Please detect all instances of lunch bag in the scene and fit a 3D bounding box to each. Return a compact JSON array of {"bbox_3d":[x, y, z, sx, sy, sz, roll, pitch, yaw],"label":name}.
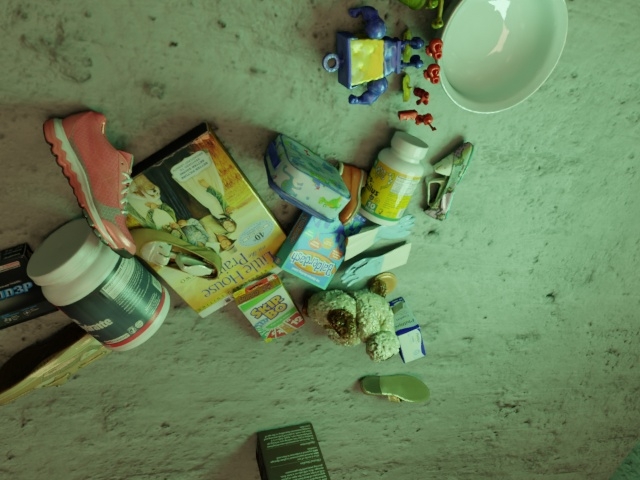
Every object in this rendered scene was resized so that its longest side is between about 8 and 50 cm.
[{"bbox_3d":[-0.037,-0.139,1.261,0.176,0.219,0.090,30,109,-25],"label":"lunch bag"}]

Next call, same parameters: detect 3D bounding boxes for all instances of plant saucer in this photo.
[{"bbox_3d":[0.180,0.126,1.648,0.084,0.013,0.083,-9,126,-12],"label":"plant saucer"}]

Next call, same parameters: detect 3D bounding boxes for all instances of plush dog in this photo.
[{"bbox_3d":[0.073,0.194,1.548,0.226,0.263,0.210,13,89,-34],"label":"plush dog"}]

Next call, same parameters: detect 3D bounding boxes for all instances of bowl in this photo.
[{"bbox_3d":[0.361,-0.437,1.246,0.298,0.134,0.297,-9,126,-13],"label":"bowl"}]

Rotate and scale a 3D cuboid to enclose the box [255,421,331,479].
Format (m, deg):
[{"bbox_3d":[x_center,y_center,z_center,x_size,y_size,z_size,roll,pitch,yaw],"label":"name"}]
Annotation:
[{"bbox_3d":[-0.068,0.762,1.769,0.191,0.381,0.143,-5,125,-16],"label":"box"}]

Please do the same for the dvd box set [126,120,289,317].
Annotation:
[{"bbox_3d":[-0.274,-0.029,1.356,0.308,0.062,0.420,-30,127,4],"label":"dvd box set"}]

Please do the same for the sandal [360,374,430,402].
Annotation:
[{"bbox_3d":[0.232,0.487,1.892,0.240,0.088,0.079,11,151,-17],"label":"sandal"}]

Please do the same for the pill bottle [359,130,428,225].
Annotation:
[{"bbox_3d":[0.176,-0.149,1.391,0.118,0.117,0.208,11,120,-25],"label":"pill bottle"}]

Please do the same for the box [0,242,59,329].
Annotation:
[{"bbox_3d":[-0.730,0.117,1.307,0.221,0.051,0.175,-18,127,-6],"label":"box"}]

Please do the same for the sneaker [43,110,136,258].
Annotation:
[{"bbox_3d":[-0.425,-0.116,1.158,0.136,0.116,0.313,-27,98,-14],"label":"sneaker"}]

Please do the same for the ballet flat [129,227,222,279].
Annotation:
[{"bbox_3d":[-0.325,0.033,1.297,0.233,0.073,0.080,17,116,-27],"label":"ballet flat"}]

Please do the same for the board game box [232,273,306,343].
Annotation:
[{"bbox_3d":[-0.130,0.183,1.527,0.124,0.039,0.259,-26,141,-1],"label":"board game box"}]

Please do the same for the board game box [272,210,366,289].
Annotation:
[{"bbox_3d":[0.000,0.000,1.430,0.160,0.047,0.210,29,93,-40],"label":"board game box"}]

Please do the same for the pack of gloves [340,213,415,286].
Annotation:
[{"bbox_3d":[0.143,0.017,1.524,0.232,0.046,0.195,-20,140,-27],"label":"pack of gloves"}]

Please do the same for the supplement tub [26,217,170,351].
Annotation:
[{"bbox_3d":[-0.487,0.102,1.292,0.191,0.191,0.272,-31,127,4],"label":"supplement tub"}]

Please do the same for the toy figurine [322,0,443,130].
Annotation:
[{"bbox_3d":[0.112,-0.391,1.169,0.218,0.191,0.362,-9,124,-7],"label":"toy figurine"}]

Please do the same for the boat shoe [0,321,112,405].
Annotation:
[{"bbox_3d":[-0.661,0.315,1.424,0.341,0.121,0.110,-31,127,2],"label":"boat shoe"}]

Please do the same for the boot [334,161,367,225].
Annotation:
[{"bbox_3d":[0.054,-0.112,1.373,0.085,0.157,0.059,25,152,-26],"label":"boot"}]

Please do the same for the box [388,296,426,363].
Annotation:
[{"bbox_3d":[0.241,0.260,1.683,0.072,0.137,0.126,-21,127,-3],"label":"box"}]

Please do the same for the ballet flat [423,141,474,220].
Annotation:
[{"bbox_3d":[0.317,-0.152,1.474,0.079,0.076,0.221,14,120,-4],"label":"ballet flat"}]
